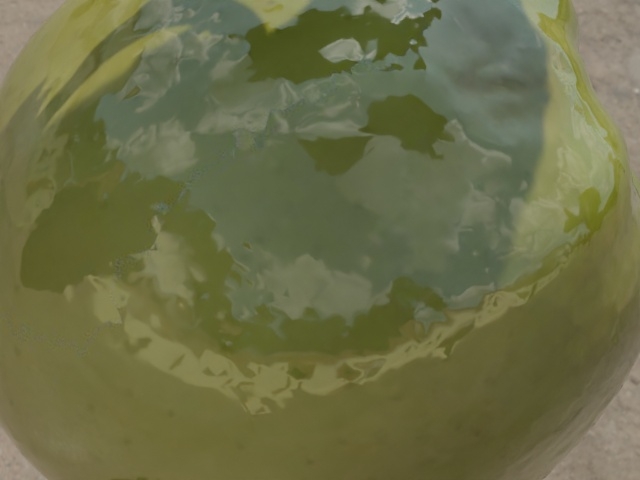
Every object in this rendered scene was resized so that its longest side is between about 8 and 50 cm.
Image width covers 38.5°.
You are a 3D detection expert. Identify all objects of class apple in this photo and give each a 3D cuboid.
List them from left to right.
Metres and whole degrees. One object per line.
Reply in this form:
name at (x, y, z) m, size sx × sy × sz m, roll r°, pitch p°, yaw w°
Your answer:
apple at (0.000, 0.000, 0.639) m, size 0.474 × 0.473 × 0.473 m, roll 9°, pitch 45°, yaw -9°
